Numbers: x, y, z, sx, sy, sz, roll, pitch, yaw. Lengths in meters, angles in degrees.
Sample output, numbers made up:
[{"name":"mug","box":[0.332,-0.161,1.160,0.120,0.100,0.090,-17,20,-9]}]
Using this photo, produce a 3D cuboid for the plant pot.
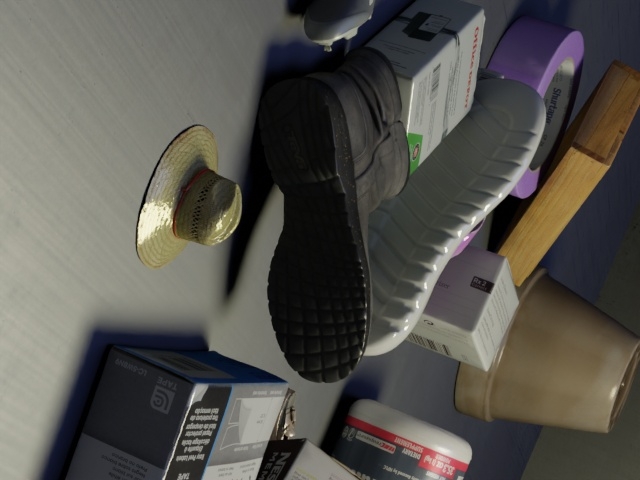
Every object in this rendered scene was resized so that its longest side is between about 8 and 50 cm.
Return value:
[{"name":"plant pot","box":[0.445,0.225,2.670,0.323,0.280,0.323,-54,155,-39]}]

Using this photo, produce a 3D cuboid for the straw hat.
[{"name":"straw hat","box":[-0.108,-0.030,1.324,0.144,0.061,0.144,-51,152,-40]}]

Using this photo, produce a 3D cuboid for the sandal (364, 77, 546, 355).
[{"name":"sandal","box":[0.140,-0.034,1.822,0.416,0.169,0.102,-53,154,-8]}]

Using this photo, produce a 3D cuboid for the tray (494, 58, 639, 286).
[{"name":"tray","box":[0.412,-0.103,2.373,0.203,0.076,0.411,-59,177,-31]}]

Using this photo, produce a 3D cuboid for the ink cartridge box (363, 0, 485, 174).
[{"name":"ink cartridge box","box":[0.113,-0.186,1.700,0.208,0.087,0.153,-45,149,-47]}]

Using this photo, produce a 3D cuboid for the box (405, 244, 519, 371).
[{"name":"box","box":[0.162,0.075,1.940,0.119,0.181,0.182,-65,159,-15]}]

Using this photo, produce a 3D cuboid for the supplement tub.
[{"name":"supplement tub","box":[0.086,0.381,2.024,0.272,0.191,0.191,-68,160,-6]}]

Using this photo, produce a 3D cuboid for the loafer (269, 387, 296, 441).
[{"name":"loafer","box":[-0.048,0.247,1.771,0.045,0.039,0.125,4,106,-68]}]

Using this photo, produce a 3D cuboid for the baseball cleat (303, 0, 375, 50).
[{"name":"baseball cleat","box":[0.032,-0.289,1.450,0.206,0.072,0.109,-58,143,-41]}]

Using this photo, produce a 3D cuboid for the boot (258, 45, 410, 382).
[{"name":"boot","box":[0.039,-0.031,1.532,0.223,0.118,0.338,-29,121,-61]}]

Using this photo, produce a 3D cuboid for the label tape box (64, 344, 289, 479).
[{"name":"label tape box","box":[-0.168,0.278,1.400,0.240,0.106,0.334,15,95,-69]}]

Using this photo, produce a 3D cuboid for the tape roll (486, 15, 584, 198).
[{"name":"tape roll","box":[0.322,-0.209,2.214,0.275,0.090,0.275,-52,154,-38]}]

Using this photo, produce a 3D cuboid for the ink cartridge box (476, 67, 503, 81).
[{"name":"ink cartridge box","box":[0.197,-0.107,2.042,0.189,0.066,0.232,-52,149,-40]}]

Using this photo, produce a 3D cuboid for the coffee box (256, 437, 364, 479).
[{"name":"coffee box","box":[-0.083,0.377,1.584,0.168,0.119,0.297,-16,-142,58]}]
